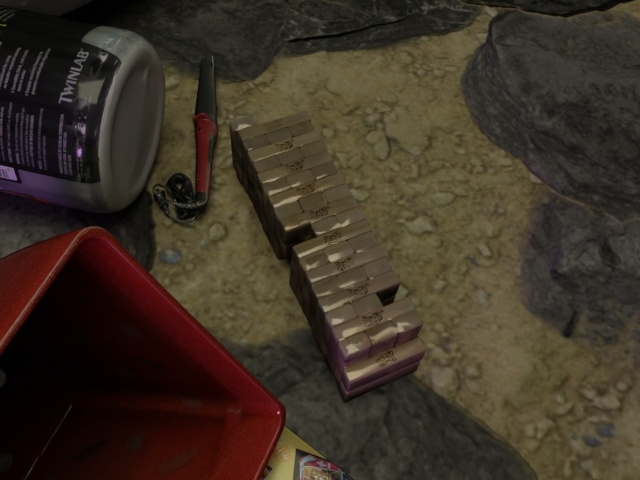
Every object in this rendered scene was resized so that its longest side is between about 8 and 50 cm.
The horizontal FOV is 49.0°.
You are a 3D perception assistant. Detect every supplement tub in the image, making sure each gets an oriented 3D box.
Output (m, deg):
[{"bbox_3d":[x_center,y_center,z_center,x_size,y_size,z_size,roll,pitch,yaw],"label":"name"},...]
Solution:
[{"bbox_3d":[-0.365,-0.159,0.789,0.338,0.207,0.207,12,58,4],"label":"supplement tub"}]

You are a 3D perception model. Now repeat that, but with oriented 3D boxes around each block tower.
[{"bbox_3d":[0.000,0.000,0.784,0.097,0.091,0.335,-20,62,-17],"label":"block tower"}]

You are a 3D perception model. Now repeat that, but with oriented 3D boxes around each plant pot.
[{"bbox_3d":[-0.231,0.171,0.552,0.236,0.267,0.267,0,50,38],"label":"plant pot"}]

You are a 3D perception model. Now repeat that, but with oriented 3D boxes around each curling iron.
[{"bbox_3d":[-0.160,-0.142,0.893,0.068,0.035,0.274,5,58,-1],"label":"curling iron"}]

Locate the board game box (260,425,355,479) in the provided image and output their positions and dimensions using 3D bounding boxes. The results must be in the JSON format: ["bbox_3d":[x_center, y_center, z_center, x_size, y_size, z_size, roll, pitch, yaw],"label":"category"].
[{"bbox_3d":[-0.034,0.275,0.638,0.243,0.042,0.165,35,62,17],"label":"board game box"}]

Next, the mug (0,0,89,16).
[{"bbox_3d":[-0.416,-0.433,0.938,0.374,0.276,0.328,7,46,41],"label":"mug"}]

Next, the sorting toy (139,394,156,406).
[{"bbox_3d":[-0.178,0.134,0.716,0.061,0.042,0.102,-8,59,-9],"label":"sorting toy"}]
